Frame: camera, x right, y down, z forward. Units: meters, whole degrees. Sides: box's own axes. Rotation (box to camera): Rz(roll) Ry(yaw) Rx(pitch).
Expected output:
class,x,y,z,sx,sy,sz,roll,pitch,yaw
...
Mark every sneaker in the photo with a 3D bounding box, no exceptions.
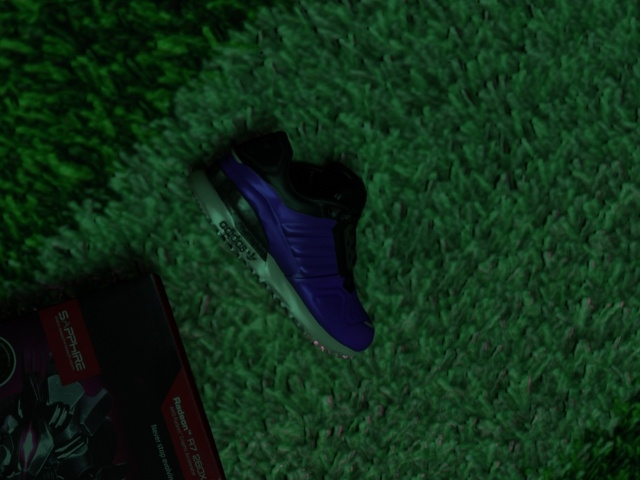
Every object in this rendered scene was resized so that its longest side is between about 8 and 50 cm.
class,x,y,z,sx,sy,sz,roll,pitch,yaw
sneaker,0.000,0.000,1.768,0.146,0.102,0.293,-37,124,5

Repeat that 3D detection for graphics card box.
class,x,y,z,sx,sy,sz,roll,pitch,yaw
graphics card box,-0.304,0.198,1.722,0.371,0.094,0.233,-18,84,-6
